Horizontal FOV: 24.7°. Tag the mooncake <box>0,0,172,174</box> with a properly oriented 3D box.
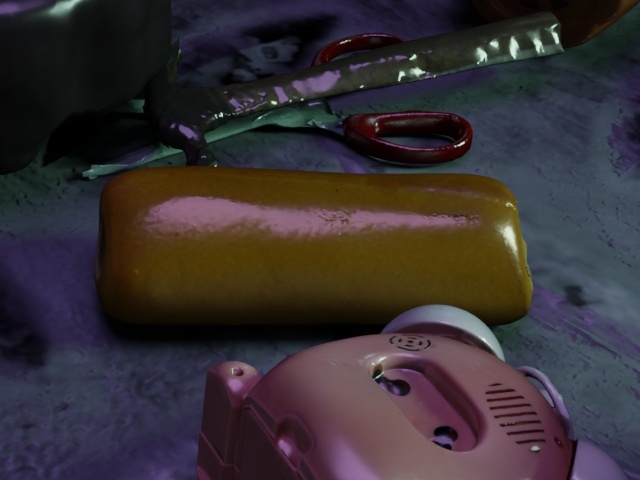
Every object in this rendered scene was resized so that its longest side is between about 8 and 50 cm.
[{"bbox_3d":[-0.226,-0.145,0.873,0.283,0.141,0.283,1,40,-1],"label":"mooncake"}]

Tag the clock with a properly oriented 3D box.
[{"bbox_3d":[0.046,0.096,0.655,0.162,0.092,0.166,-14,42,-29],"label":"clock"}]

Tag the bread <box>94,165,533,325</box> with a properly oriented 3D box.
[{"bbox_3d":[0.000,0.000,0.784,0.239,0.074,0.092,0,33,-10],"label":"bread"}]

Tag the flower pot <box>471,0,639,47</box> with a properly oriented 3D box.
[{"bbox_3d":[0.187,-0.236,1.049,0.191,0.190,0.173,21,53,17],"label":"flower pot"}]

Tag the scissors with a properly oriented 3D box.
[{"bbox_3d":[-0.037,-0.081,0.928,0.248,0.017,0.144,-9,40,-18],"label":"scissors"}]

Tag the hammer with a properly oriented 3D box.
[{"bbox_3d":[0.031,-0.106,0.932,0.297,0.027,0.125,-14,47,-21],"label":"hammer"}]
